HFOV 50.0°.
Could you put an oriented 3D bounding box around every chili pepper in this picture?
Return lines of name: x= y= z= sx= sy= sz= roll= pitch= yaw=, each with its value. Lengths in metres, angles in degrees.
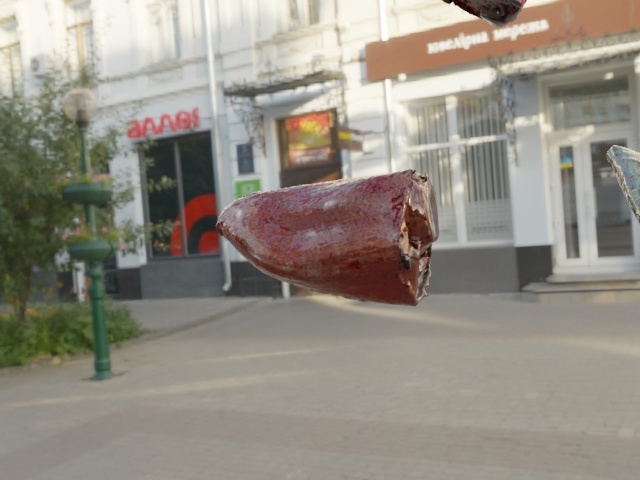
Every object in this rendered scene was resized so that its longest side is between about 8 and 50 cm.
chili pepper: x=0.000 y=0.000 z=0.756 sx=0.252 sy=0.144 sz=0.136 roll=-2 pitch=0 yaw=16

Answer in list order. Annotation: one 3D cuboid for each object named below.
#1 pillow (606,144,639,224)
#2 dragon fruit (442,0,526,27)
pillow: x=0.348 y=0.010 z=0.585 sx=0.212 sy=0.052 sz=0.208 roll=33 pitch=28 yaw=-5
dragon fruit: x=0.111 y=-0.243 z=0.534 sx=0.147 sy=0.096 sz=0.102 roll=25 pitch=9 yaw=-11
